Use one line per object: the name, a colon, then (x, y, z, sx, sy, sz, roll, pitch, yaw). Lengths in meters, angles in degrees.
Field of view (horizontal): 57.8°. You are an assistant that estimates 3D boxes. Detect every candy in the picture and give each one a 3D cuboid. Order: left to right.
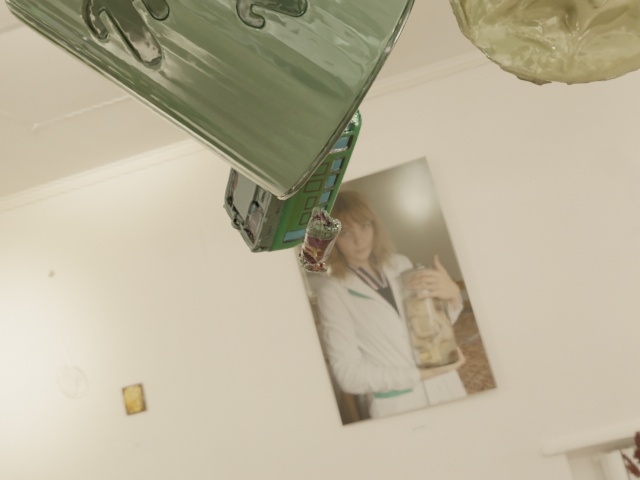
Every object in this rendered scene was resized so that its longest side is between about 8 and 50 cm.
candy: (0.000, 0.000, 0.752, 0.045, 0.043, 0.175, 22, -24, 2)

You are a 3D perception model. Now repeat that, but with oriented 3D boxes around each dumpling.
dumpling: (0.331, -0.366, 0.809, 0.394, 0.316, 0.233, 21, -1, -7)

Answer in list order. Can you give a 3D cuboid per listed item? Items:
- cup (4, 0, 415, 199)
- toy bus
cup: (-0.094, -0.305, 0.690, 0.392, 0.401, 0.310, 30, -13, -14)
toy bus: (-0.053, -0.152, 1.121, 0.199, 0.184, 0.344, -8, -44, -32)
